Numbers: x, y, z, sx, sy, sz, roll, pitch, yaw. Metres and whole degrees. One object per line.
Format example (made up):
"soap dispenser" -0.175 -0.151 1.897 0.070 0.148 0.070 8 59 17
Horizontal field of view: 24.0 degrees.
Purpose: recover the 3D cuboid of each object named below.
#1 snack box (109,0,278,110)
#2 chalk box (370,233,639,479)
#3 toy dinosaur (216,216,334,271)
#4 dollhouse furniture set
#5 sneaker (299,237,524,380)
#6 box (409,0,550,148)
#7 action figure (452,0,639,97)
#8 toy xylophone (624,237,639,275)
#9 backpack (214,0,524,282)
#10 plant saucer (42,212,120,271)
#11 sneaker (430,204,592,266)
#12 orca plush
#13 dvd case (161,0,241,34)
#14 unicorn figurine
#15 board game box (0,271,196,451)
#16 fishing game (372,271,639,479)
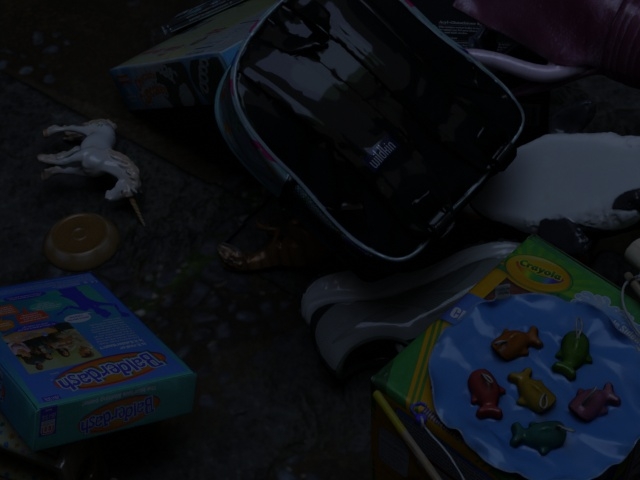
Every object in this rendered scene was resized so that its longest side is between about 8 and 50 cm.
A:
"snack box" -0.088 -0.209 1.633 0.187 0.060 0.322 -31 17 -22
"chalk box" 0.203 0.135 1.343 0.180 0.179 0.289 33 58 28
"toy dinosaur" 0.000 0.000 1.559 0.211 0.064 0.112 -8 53 22
"dollhouse furniture set" -0.208 0.164 1.396 0.181 0.101 0.161 17 52 18
"sneaker" 0.121 0.073 1.469 0.271 0.100 0.108 -13 58 1
"box" 0.128 -0.200 1.698 0.261 0.103 0.184 4 53 8
"action figure" 0.302 -0.199 1.446 0.370 0.248 0.276 27 67 31
"toy xylophone" 0.388 0.099 1.343 0.081 0.236 0.323 -40 55 5
"backpack" 0.032 -0.115 1.410 0.253 0.191 0.225 44 74 -6
"plant saucer" -0.256 -0.003 1.607 0.083 0.015 0.083 -2 48 3
"sneaker" 0.167 -0.043 1.573 0.262 0.099 0.121 24 46 14
"orca plush" 0.289 -0.060 1.430 0.287 0.102 0.151 -26 58 23
"dvd case" -0.125 -0.280 1.792 0.119 0.013 0.087 -21 14 13
"unicorn figurine" -0.251 -0.089 1.653 0.111 0.060 0.162 -5 48 0
"board game box" -0.235 0.105 1.388 0.160 0.047 0.210 -10 31 -34
"fishing game" 0.181 0.109 1.224 0.264 0.041 0.189 -20 54 -16
